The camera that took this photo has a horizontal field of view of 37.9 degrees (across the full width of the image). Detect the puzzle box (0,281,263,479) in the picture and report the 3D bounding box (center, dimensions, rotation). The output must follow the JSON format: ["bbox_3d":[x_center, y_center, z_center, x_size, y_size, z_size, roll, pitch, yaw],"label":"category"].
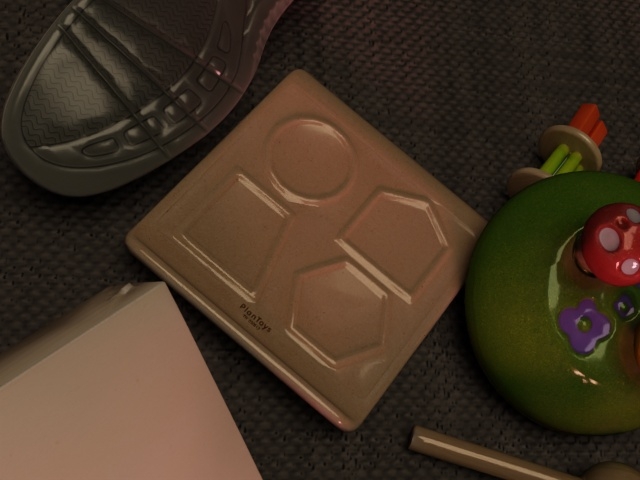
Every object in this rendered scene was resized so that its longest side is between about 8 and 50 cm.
[{"bbox_3d":[-0.157,0.227,0.314,0.409,0.052,0.272,-35,109,-38],"label":"puzzle box"}]

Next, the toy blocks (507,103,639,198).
[{"bbox_3d":[0.230,-0.056,0.722,0.123,0.054,0.148,42,62,2],"label":"toy blocks"}]

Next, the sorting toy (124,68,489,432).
[{"bbox_3d":[0.000,0.000,0.641,0.193,0.038,0.208,40,58,2],"label":"sorting toy"}]

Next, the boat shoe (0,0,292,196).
[{"bbox_3d":[-0.098,-0.153,0.649,0.118,0.103,0.320,42,66,-18],"label":"boat shoe"}]

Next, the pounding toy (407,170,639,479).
[{"bbox_3d":[0.185,0.062,0.595,0.182,0.110,0.237,25,80,-7],"label":"pounding toy"}]
